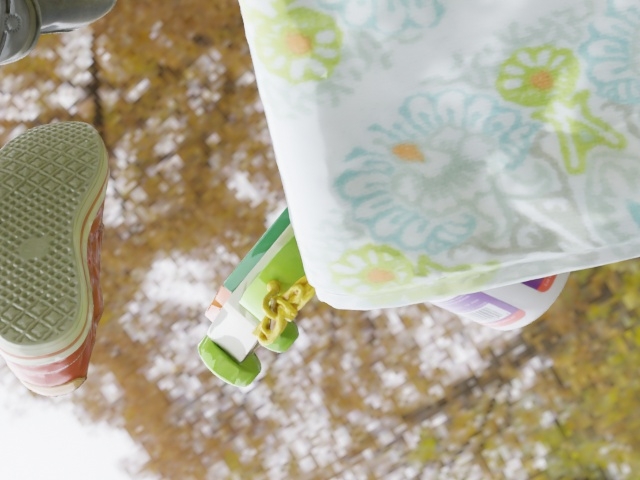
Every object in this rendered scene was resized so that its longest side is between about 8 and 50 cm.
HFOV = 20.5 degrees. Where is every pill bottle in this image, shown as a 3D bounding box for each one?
[{"bbox_3d":[0.076,-0.015,1.227,0.193,0.108,0.108,24,-131,-36],"label":"pill bottle"}]

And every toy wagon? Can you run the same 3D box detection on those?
[{"bbox_3d":[0.000,0.000,1.438,0.068,0.267,0.344,41,-162,4],"label":"toy wagon"}]

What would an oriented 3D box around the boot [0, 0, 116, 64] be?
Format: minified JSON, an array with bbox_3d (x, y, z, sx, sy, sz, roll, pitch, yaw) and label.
[{"bbox_3d":[-0.210,-0.160,1.218,0.208,0.189,0.076,-3,-73,-59],"label":"boot"}]

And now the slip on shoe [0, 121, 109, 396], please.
[{"bbox_3d":[-0.253,0.009,1.653,0.123,0.101,0.331,-7,-135,-1],"label":"slip on shoe"}]

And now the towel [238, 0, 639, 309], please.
[{"bbox_3d":[0.118,-0.132,0.843,0.090,0.320,0.374,-99,-3,-48],"label":"towel"}]
